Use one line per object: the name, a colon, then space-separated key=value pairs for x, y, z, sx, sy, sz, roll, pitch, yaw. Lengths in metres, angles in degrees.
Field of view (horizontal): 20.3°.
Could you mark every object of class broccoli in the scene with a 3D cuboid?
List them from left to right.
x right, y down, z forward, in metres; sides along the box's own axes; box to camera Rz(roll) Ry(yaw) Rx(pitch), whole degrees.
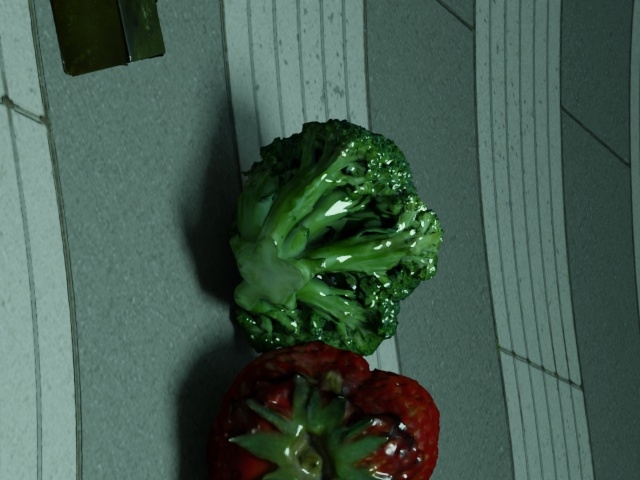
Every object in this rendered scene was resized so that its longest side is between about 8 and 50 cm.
broccoli: x=0.000 y=0.000 z=2.037 sx=0.245 sy=0.265 sz=0.294 roll=-40 pitch=145 yaw=-47

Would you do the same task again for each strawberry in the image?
strawberry: x=-0.001 y=0.235 z=2.010 sx=0.238 sy=0.250 sz=0.288 roll=-63 pitch=-178 yaw=2

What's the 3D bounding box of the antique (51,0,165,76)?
antique: x=-0.231 y=-0.286 z=1.829 sx=0.080 sy=0.081 sz=0.221 roll=-30 pitch=110 yaw=-63
